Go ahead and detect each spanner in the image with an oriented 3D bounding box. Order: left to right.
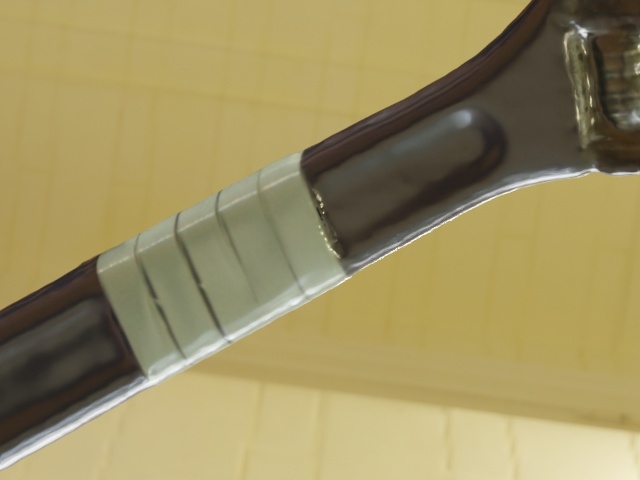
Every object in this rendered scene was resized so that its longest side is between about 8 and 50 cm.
[{"bbox_3d":[0.000,0.000,0.510,0.087,0.316,0.024,58,23,-8],"label":"spanner"}]
